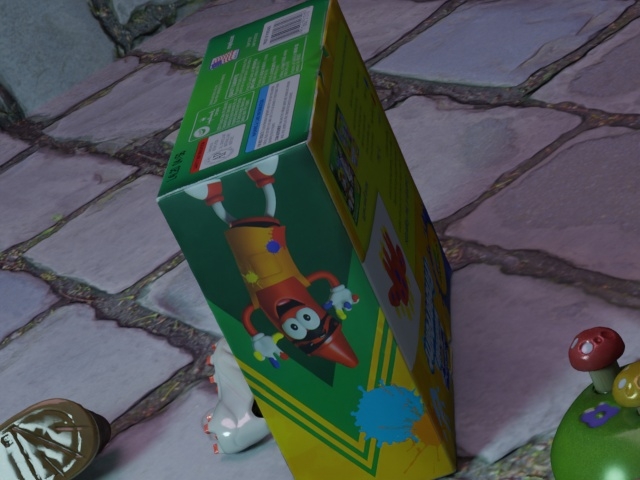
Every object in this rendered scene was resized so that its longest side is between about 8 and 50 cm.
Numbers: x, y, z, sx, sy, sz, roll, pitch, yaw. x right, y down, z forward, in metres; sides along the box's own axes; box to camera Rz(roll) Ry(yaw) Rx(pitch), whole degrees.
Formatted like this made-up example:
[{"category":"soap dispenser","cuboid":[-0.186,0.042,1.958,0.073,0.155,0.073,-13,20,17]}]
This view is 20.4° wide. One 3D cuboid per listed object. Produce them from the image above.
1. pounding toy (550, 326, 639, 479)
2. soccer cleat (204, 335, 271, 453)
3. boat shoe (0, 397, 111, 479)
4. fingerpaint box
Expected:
[{"category":"pounding toy","cuboid":[0.258,0.151,1.539,0.183,0.110,0.237,-7,28,41]},{"category":"soccer cleat","cuboid":[-0.083,0.166,1.964,0.076,0.068,0.196,-17,30,9]},{"category":"boat shoe","cuboid":[-0.392,0.279,2.020,0.342,0.123,0.123,-29,-9,7]},{"category":"fingerpaint box","cuboid":[0.000,0.000,1.822,0.163,0.371,0.445,-20,23,12]}]
